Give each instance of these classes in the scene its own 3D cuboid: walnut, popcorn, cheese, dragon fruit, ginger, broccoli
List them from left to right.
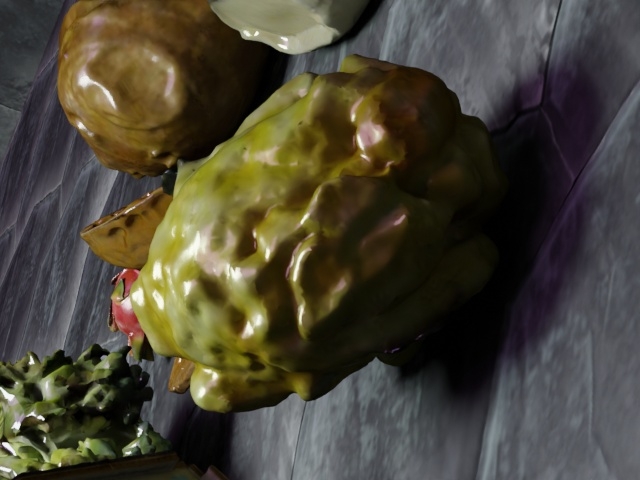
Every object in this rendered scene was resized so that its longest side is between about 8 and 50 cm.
[{"bbox_3d":[-0.237,0.268,1.707,0.324,0.272,0.334,-5,82,37],"label":"broccoli"},{"bbox_3d":[-0.196,0.076,1.975,0.081,0.086,0.116,3,73,66],"label":"dragon fruit"},{"bbox_3d":[-0.157,-0.020,1.896,0.211,0.087,0.167,-26,3,44],"label":"walnut"},{"bbox_3d":[-0.152,-0.190,1.921,0.200,0.269,0.223,109,142,-74],"label":"ginger"},{"bbox_3d":[-0.011,-0.307,1.722,0.266,0.127,0.233,-12,59,67],"label":"cheese"},{"bbox_3d":[0.000,0.000,1.262,0.286,0.215,0.252,-32,-3,12],"label":"popcorn"}]

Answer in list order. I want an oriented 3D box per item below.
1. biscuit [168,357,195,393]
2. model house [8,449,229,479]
[{"bbox_3d":[-0.101,0.056,1.798,0.162,0.035,0.250,-95,29,-60],"label":"biscuit"},{"bbox_3d":[-0.147,0.279,1.295,0.244,0.326,0.169,-86,20,-49],"label":"model house"}]
